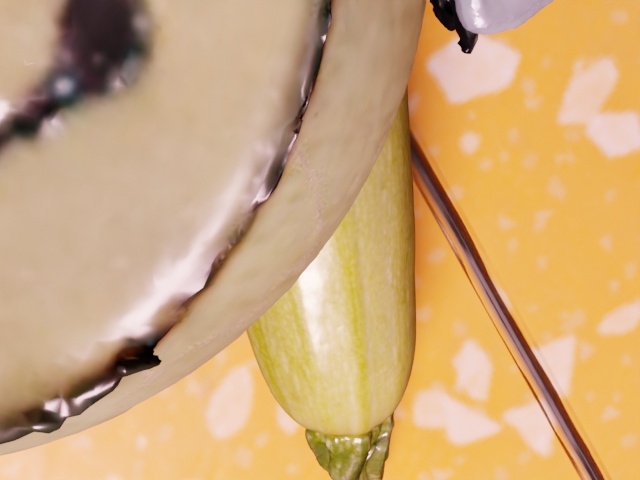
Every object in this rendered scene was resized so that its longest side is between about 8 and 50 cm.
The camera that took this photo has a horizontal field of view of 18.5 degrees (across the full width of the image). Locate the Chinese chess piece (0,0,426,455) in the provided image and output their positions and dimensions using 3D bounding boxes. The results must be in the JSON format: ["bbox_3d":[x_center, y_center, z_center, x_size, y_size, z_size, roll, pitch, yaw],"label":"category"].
[{"bbox_3d":[-0.140,-0.101,0.602,0.349,0.146,0.349,2,100,11],"label":"Chinese chess piece"}]

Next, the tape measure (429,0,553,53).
[{"bbox_3d":[0.105,-0.182,0.701,0.182,0.107,0.181,-21,111,-3],"label":"tape measure"}]

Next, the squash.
[{"bbox_3d":[0.000,0.000,0.741,0.094,0.094,0.224,-13,112,-7],"label":"squash"}]
